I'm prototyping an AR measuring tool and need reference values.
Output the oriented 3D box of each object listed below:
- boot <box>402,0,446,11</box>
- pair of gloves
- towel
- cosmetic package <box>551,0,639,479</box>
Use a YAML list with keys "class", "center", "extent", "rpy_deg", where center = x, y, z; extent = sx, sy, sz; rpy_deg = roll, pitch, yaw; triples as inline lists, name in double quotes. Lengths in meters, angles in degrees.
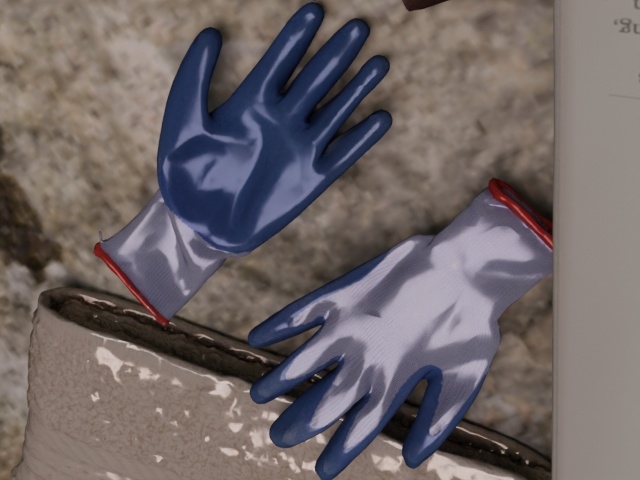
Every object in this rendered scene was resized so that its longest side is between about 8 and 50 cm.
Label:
- class: "boot"
  center: [0.101, -0.203, 0.481]
  extent: [0.207, 0.090, 0.248]
  rpy_deg: [-5, 115, 15]
- class: "pair of gloves"
  center: [0.000, 0.000, 0.612]
  extent: [0.198, 0.023, 0.159]
  rpy_deg: [45, 100, 2]
- class: "towel"
  center: [-0.023, 0.148, 0.691]
  extent: [0.282, 0.049, 0.187]
  rpy_deg: [19, 115, 8]
- class: "cosmetic package"
  center: [0.172, -0.015, 0.441]
  extent: [0.197, 0.155, 0.365]
  rpy_deg: [6, 137, 13]
